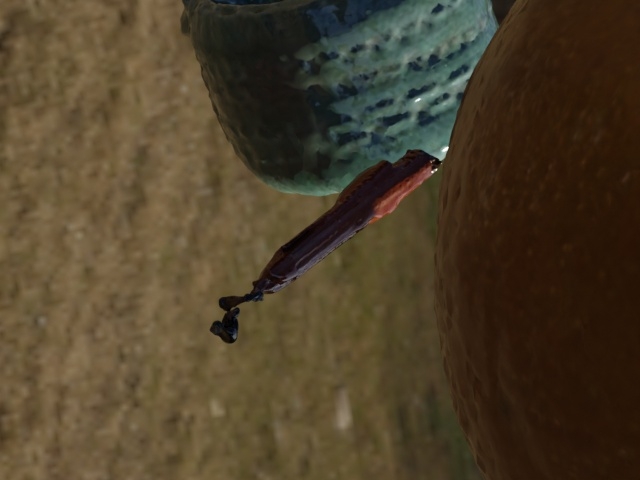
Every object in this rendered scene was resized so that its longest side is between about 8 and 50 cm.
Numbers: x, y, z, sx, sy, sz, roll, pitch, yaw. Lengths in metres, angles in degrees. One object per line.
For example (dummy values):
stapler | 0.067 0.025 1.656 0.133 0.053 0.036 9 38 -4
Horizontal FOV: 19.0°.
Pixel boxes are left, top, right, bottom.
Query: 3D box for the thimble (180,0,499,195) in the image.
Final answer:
thimble | 0.012 -0.131 1.324 0.198 0.235 0.143 -47 124 -48

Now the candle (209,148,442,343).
candle | -0.001 0.000 0.954 0.167 0.026 0.021 -39 161 -35

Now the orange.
orange | 0.156 0.007 0.475 0.264 0.264 0.264 40 44 -55
